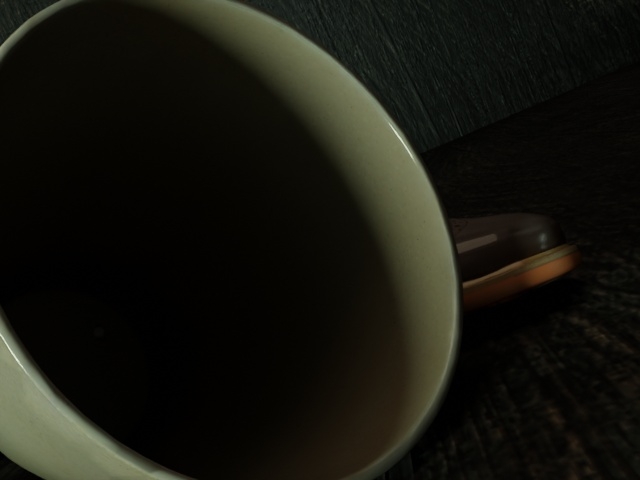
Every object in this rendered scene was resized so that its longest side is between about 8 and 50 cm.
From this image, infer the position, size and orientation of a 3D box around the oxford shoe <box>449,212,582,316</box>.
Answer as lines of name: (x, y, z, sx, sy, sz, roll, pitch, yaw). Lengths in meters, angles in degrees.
oxford shoe: (0.000, 0.000, 0.591, 0.364, 0.132, 0.130, -6, 1, 28)

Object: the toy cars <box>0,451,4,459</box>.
toy cars: (-0.359, 0.204, 0.603, 0.394, 0.087, 0.176, -15, -1, 29)

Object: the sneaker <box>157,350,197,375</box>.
sneaker: (-0.119, 0.114, 0.658, 0.075, 0.057, 0.161, -7, -8, -46)

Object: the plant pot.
plant pot: (-0.106, 0.041, 0.467, 0.256, 0.256, 0.274, -30, -3, -43)
